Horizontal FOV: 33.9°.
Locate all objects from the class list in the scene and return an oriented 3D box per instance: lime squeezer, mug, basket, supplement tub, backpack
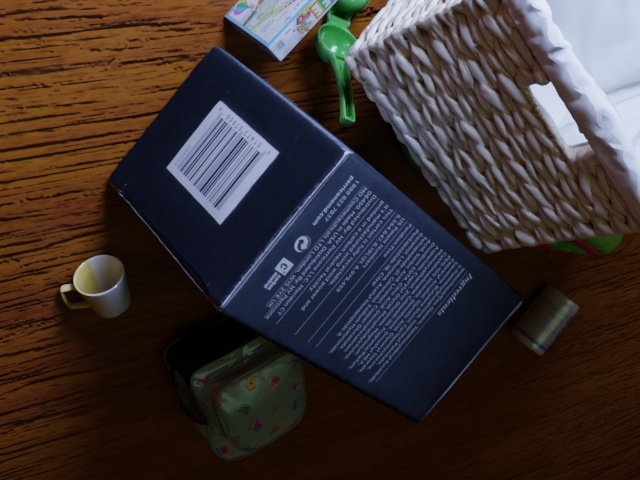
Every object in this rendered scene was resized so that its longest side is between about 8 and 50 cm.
[{"bbox_3d":[0.035,-0.275,1.230,0.058,0.110,0.310,14,78,-7],"label":"lime squeezer"},{"bbox_3d":[-0.265,0.059,1.266,0.064,0.078,0.062,77,33,-49],"label":"mug"},{"bbox_3d":[0.262,-0.209,1.168,0.328,0.266,0.331,52,54,-21],"label":"basket"},{"bbox_3d":[0.381,0.134,1.781,0.107,0.071,0.071,-52,135,6],"label":"supplement tub"},{"bbox_3d":[-0.103,0.203,1.418,0.166,0.144,0.188,-30,136,-25],"label":"backpack"}]

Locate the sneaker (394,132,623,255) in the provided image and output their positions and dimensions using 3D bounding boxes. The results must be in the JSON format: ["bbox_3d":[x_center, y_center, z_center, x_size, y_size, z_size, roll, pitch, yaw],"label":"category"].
[{"bbox_3d":[0.271,-0.145,1.470,0.483,0.185,0.202,33,66,-41],"label":"sneaker"}]

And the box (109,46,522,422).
[{"bbox_3d":[0.000,0.000,1.247,0.212,0.293,0.395,-51,135,4],"label":"box"}]

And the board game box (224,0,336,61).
[{"bbox_3d":[-0.025,-0.281,1.170,0.154,0.103,0.026,-47,136,0],"label":"board game box"}]
